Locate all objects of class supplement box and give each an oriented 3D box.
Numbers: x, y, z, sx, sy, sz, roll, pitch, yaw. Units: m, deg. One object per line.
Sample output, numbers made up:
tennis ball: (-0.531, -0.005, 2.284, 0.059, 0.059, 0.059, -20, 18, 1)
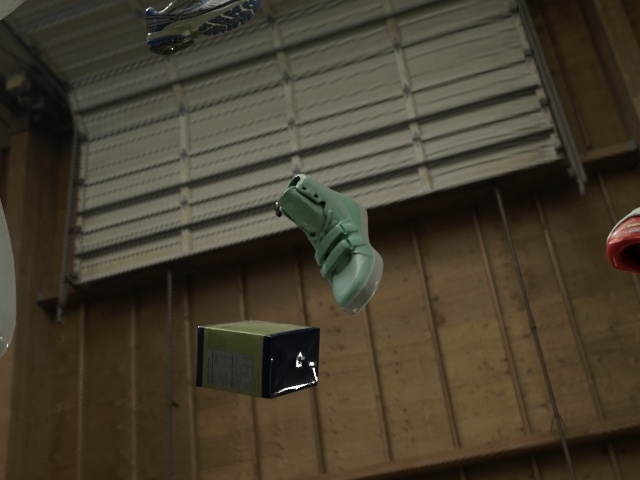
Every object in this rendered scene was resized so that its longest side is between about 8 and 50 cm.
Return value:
supplement box: (-0.057, 0.107, 0.727, 0.083, 0.083, 0.056, 3, -89, 31)

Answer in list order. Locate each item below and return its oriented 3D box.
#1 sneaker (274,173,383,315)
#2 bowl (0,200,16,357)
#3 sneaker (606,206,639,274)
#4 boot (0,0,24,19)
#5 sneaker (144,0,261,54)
sneaker: (0.000, 0.000, 1.134, 0.094, 0.151, 0.256, -51, -155, 24)
bowl: (-0.241, 0.030, 0.424, 0.142, 0.053, 0.142, -30, -126, 6)
sneaker: (0.509, 0.050, 1.032, 0.279, 0.107, 0.118, 23, -136, 34)
boot: (-0.355, -0.373, 0.891, 0.123, 0.095, 0.258, 31, -109, -8)
sneaker: (-0.131, -0.250, 0.847, 0.135, 0.052, 0.058, -18, -92, 10)
